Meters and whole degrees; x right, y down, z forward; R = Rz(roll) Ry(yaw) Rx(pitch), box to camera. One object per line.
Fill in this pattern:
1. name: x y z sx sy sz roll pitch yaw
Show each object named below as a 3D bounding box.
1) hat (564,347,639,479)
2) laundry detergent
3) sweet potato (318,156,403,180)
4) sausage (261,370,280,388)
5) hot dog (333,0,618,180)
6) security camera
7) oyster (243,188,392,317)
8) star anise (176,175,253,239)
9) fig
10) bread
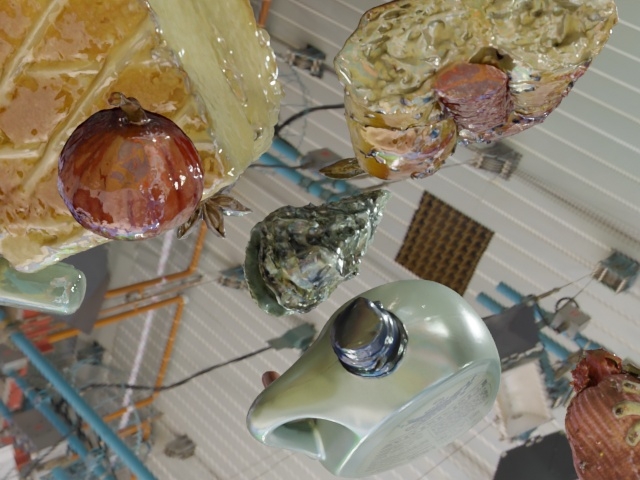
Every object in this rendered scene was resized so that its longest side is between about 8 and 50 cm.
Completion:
1. hat: 0.473 0.275 1.188 0.236 0.107 0.286 -28 -142 9
2. laundry detergent: 0.046 0.122 0.660 0.214 0.280 0.105 -29 -117 6
3. sweet potato: 0.072 -0.128 1.363 0.153 0.038 0.041 1 -53 -4
4. sausage: -0.071 0.249 1.252 0.147 0.030 0.035 -127 -141 -69
5. hot dog: 0.199 -0.217 1.124 0.367 0.365 0.196 -19 -98 -3
6. security camera: -0.498 0.054 1.126 0.157 0.301 0.080 164 -66 -65
7. oyster: 0.004 0.001 1.306 0.158 0.351 0.162 3 -61 44
8. star anise: -0.242 -0.070 1.655 0.171 0.208 0.063 35 -30 12
9. fig: -0.175 -0.068 0.676 0.128 0.128 0.150 8 -35 38
10. bread: -0.285 -0.203 0.989 0.390 0.279 0.371 -22 -79 22
